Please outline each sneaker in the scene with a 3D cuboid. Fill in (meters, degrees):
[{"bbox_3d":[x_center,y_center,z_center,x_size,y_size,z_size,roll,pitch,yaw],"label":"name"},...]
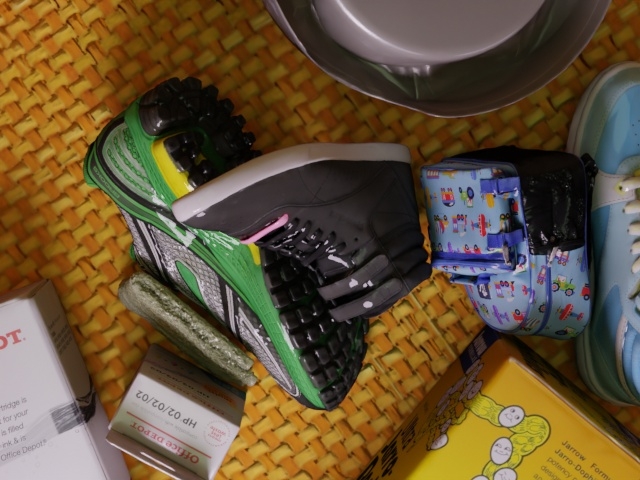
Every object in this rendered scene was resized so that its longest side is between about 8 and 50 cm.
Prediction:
[{"bbox_3d":[0.309,0.005,1.641,0.127,0.208,0.319,-7,100,-15],"label":"sneaker"},{"bbox_3d":[0.000,0.000,1.609,0.104,0.295,0.147,-24,80,37],"label":"sneaker"},{"bbox_3d":[-0.080,0.014,1.711,0.146,0.134,0.343,-24,107,40],"label":"sneaker"}]

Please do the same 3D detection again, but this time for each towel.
[{"bbox_3d":[-0.122,0.083,1.711,0.148,0.110,0.027,41,77,-6],"label":"towel"}]

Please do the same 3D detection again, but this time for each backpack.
[{"bbox_3d":[0.170,0.008,1.674,0.117,0.158,0.173,-11,101,-25],"label":"backpack"}]

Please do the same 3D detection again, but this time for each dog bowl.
[{"bbox_3d":[0.090,-0.280,1.613,0.348,0.102,0.349,-3,97,-21],"label":"dog bowl"}]

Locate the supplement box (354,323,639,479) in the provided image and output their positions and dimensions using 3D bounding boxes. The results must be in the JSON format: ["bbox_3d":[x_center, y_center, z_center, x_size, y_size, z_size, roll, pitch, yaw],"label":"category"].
[{"bbox_3d":[0.122,0.278,1.693,0.195,0.194,0.356,39,96,-5],"label":"supplement box"}]

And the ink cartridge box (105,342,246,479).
[{"bbox_3d":[-0.127,0.157,1.683,0.104,0.181,0.062,28,97,-4],"label":"ink cartridge box"}]

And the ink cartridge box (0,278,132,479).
[{"bbox_3d":[-0.296,0.195,1.722,0.197,0.114,0.273,-20,98,3],"label":"ink cartridge box"}]
